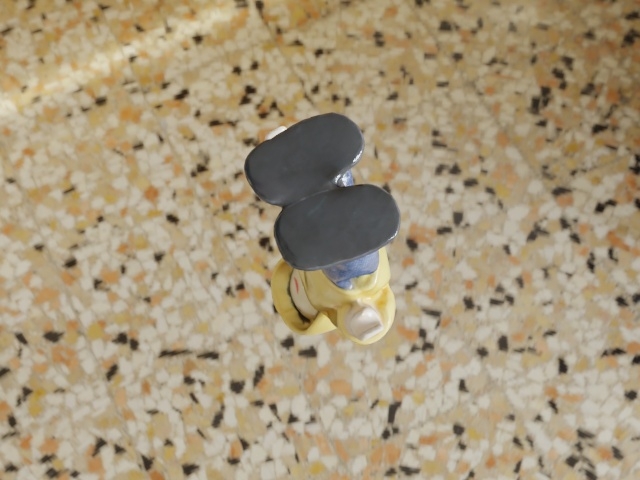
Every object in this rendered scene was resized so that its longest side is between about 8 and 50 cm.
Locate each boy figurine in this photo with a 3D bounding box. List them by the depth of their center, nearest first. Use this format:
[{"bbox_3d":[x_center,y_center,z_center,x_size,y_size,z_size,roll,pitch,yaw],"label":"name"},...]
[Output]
[{"bbox_3d":[0.000,0.000,0.794,0.092,0.285,0.177,-23,76,-8],"label":"boy figurine"}]
